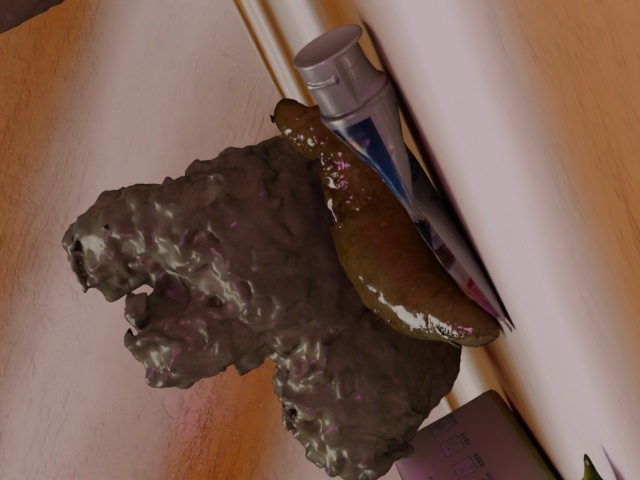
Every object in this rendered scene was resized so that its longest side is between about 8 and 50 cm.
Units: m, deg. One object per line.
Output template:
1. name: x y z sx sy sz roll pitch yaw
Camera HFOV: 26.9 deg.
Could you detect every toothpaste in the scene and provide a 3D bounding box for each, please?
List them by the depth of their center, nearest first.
1. toothpaste: 0.070 -0.041 1.025 0.266 0.061 0.096 56 -179 -25

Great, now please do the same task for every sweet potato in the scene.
1. sweet potato: 0.055 -0.009 1.221 0.310 0.098 0.124 58 171 21

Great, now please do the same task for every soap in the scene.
1. soap: 0.183 0.290 1.359 0.182 0.138 0.199 61 179 -33

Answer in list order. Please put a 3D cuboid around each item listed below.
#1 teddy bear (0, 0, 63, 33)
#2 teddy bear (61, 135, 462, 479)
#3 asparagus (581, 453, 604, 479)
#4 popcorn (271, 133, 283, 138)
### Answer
1. teddy bear: -0.111 -0.168 0.548 0.236 0.267 0.151 -121 20 -66
2. teddy bear: -0.028 0.072 1.340 0.224 0.357 0.368 -24 89 62
3. asparagus: 0.237 0.308 0.885 0.343 0.085 0.082 60 -157 7
4. popcorn: 0.000 0.000 1.639 0.256 0.194 0.255 -91 -14 -48
